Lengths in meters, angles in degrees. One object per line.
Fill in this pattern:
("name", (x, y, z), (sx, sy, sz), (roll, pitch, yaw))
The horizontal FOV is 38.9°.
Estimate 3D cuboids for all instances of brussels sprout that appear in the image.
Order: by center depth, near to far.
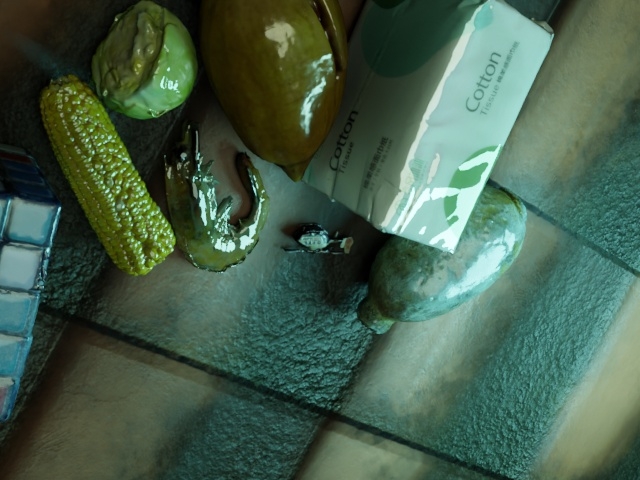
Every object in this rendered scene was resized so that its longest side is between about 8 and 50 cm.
("brussels sprout", (-0.224, -0.236, 1.222), (0.151, 0.149, 0.122), (-47, 148, 19))

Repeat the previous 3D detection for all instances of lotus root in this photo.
("lotus root", (0.203, 0.030, 1.515), (0.349, 0.175, 0.175), (-39, 121, -8))

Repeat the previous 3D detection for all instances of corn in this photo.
("corn", (-0.304, -0.086, 1.264), (0.102, 0.102, 0.313), (-32, 117, -12))

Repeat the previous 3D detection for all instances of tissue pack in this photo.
("tissue pack", (0.143, -0.197, 1.338), (0.193, 0.266, 0.357), (18, 101, -35))

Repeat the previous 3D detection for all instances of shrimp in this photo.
("shrimp", (-0.151, -0.067, 1.372), (0.173, 0.058, 0.253), (-15, 118, -29))

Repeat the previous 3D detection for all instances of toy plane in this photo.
("toy plane", (0.000, 0.000, 1.480), (0.120, 0.031, 0.049), (0, 114, -23))

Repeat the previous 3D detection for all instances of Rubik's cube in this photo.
("Rubik's cube", (-0.502, 0.021, 1.095), (0.286, 0.293, 0.292), (12, 105, -29))

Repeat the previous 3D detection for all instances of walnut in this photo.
("walnut", (-0.060, -0.235, 1.264), (0.208, 0.209, 0.336), (-19, 119, -18))
